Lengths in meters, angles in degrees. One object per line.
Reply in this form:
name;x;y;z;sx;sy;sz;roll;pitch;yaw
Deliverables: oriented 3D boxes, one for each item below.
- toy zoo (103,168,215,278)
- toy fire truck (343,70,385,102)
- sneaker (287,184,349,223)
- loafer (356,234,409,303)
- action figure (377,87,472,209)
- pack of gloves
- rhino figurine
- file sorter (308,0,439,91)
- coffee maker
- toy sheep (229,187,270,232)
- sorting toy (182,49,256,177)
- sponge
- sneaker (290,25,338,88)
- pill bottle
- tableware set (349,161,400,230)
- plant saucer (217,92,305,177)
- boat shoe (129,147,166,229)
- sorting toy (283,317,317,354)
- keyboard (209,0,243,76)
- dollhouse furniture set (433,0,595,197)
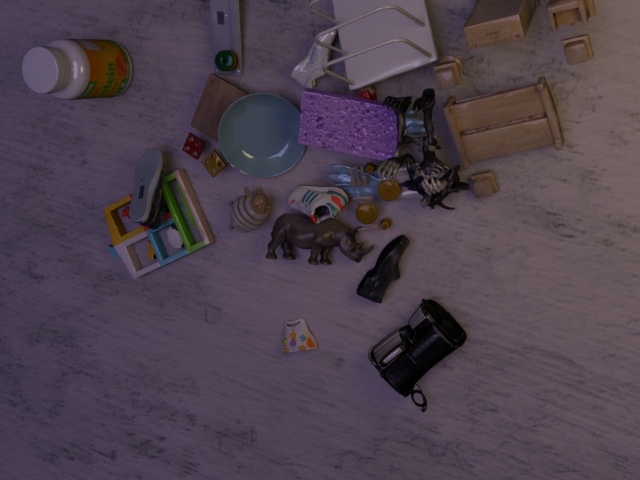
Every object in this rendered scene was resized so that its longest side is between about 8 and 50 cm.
toy zoo;-0.408;-0.029;2.172;0.293;0.030;0.192;-23;90;27
toy fire truck;0.086;-0.316;1.870;0.192;0.047;0.135;-7;98;26
sneaker;-0.018;-0.075;1.934;0.161;0.075;0.057;1;136;38
loafer;0.146;0.061;1.920;0.061;0.062;0.170;31;117;-7
action figure;0.192;-0.150;1.755;0.164;0.141;0.275;9;130;38
pack of gloves;0.120;-0.184;1.880;0.232;0.046;0.195;1;114;17
rhino figurine;0.000;0.000;1.961;0.243;0.073;0.106;7;95;21
file sorter;0.084;-0.462;1.740;0.193;0.173;0.277;-15;81;28
coffee maker;0.220;0.236;1.895;0.171;0.120;0.178;40;118;-12
toy sheep;-0.164;-0.063;2.023;0.132;0.091;0.091;-40;82;40
sorting toy;-0.211;-0.279;2.018;0.132;0.046;0.274;31;113;16
sponge;0.061;-0.235;1.831;0.210;0.031;0.117;13;117;13
sneaker;0.000;-0.386;1.899;0.061;0.054;0.152;41;121;3
pill bottle;-0.554;-0.389;2.046;0.136;0.246;0.136;5;103;25
tableware set;0.119;-0.093;1.885;0.104;0.024;0.154;-5;111;14
plant saucer;-0.126;-0.233;1.964;0.195;0.037;0.195;-1;116;-3
boat shoe;-0.393;-0.119;2.099;0.065;0.083;0.183;6;76;24
sorting toy;-0.057;0.218;2.057;0.083;0.045;0.075;-15;75;27
keyboard;-0.209;-0.487;1.968;0.072;0.014;0.256;12;117;27
dollhouse furniture set;0.404;-0.291;1.722;0.303;0.174;0.355;-9;120;27
